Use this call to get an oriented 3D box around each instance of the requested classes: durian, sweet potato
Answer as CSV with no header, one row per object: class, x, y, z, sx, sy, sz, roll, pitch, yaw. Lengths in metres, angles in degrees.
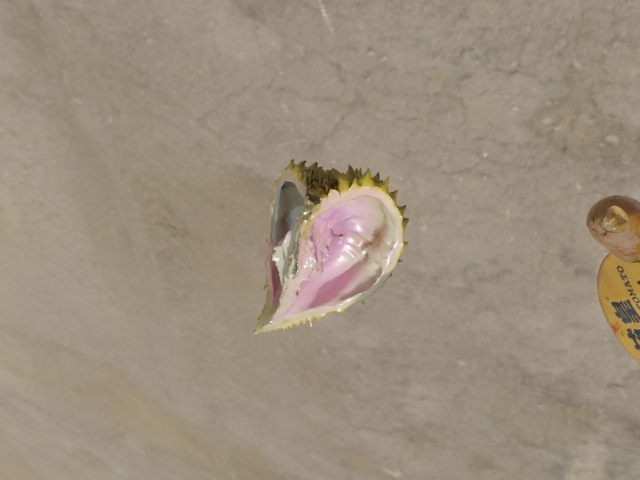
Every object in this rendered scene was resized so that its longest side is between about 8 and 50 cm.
durian,0.001,0.002,0.817,0.165,0.132,0.182,4,121,28
sweet potato,0.284,-0.007,0.750,0.056,0.056,0.195,3,178,37

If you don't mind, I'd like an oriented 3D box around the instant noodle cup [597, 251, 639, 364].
instant noodle cup,0.462,0.053,0.977,0.216,0.172,0.215,42,152,28
